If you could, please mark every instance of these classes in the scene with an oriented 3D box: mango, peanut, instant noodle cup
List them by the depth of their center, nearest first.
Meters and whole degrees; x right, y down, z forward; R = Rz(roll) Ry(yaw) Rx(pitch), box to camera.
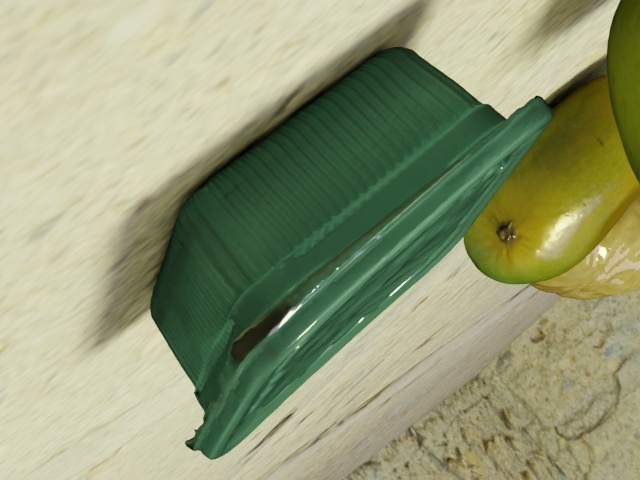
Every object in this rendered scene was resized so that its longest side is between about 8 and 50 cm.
[{"bbox_3d":[0.000,0.000,0.761,0.157,0.070,0.179,-39,171,-20],"label":"instant noodle cup"},{"bbox_3d":[0.161,-0.048,1.226,0.191,0.085,0.122,-48,165,-27],"label":"mango"},{"bbox_3d":[0.228,-0.021,1.516,0.236,0.120,0.110,-21,121,-51],"label":"peanut"}]

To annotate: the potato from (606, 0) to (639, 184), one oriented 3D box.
[{"bbox_3d":[0.260,-0.110,0.890,0.216,0.216,0.304,-32,163,-47],"label":"potato"}]
